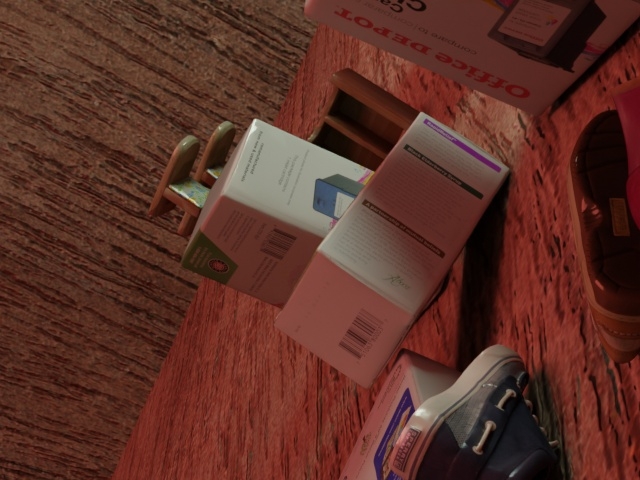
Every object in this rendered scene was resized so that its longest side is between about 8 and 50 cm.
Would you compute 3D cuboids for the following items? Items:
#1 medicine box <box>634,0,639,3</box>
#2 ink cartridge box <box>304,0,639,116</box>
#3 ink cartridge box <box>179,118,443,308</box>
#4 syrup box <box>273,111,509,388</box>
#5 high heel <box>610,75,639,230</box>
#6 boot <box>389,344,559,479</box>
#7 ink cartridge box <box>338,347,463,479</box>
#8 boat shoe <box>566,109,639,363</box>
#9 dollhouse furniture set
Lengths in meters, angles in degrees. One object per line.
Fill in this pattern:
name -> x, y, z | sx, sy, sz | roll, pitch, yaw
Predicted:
medicine box -> 0.195, -0.324, 1.175 | 0.149, 0.263, 0.289 | 151, 140, -77
ink cartridge box -> 0.142, -0.241, 1.409 | 0.306, 0.226, 0.131 | 128, 163, -63
ink cartridge box -> 0.000, 0.000, 1.704 | 0.154, 0.212, 0.093 | 125, 167, -58
syrup box -> 0.062, 0.003, 1.525 | 0.237, 0.096, 0.093 | -51, -6, -50
high heel -> 0.239, -0.052, 0.977 | 0.244, 0.082, 0.117 | -20, 86, 57
boot -> 0.117, 0.128, 1.207 | 0.190, 0.086, 0.069 | -30, -36, -61
ink cartridge box -> 0.064, 0.205, 1.313 | 0.332, 0.065, 0.165 | -96, 31, -74
boat shoe -> 0.181, -0.003, 1.152 | 0.190, 0.068, 0.072 | -75, -11, -48
dollhouse furniture set -> -0.012, -0.065, 1.953 | 0.242, 0.212, 0.161 | -29, -31, -59
